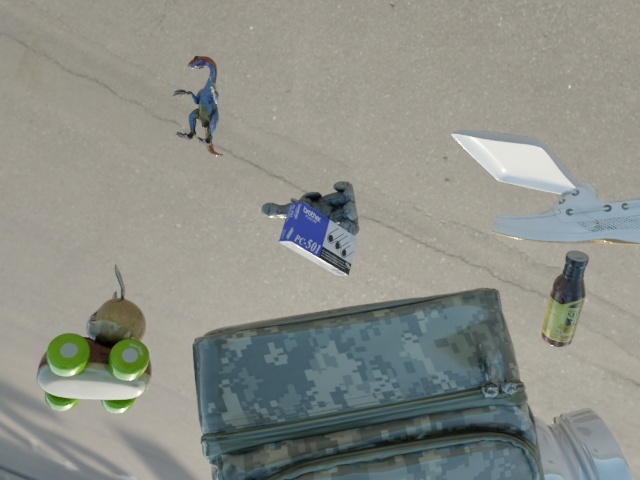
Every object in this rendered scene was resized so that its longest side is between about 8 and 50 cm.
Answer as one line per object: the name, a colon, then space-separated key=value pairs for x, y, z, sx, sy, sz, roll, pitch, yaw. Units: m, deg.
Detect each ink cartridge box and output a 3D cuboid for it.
ink cartridge box: x=0.000 y=0.000 z=1.282 sx=0.046 sy=0.097 sz=0.207 roll=-1 pitch=157 yaw=44

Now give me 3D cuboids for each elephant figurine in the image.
elephant figurine: x=-0.021 y=-0.069 z=1.498 sx=0.239 sy=0.169 sz=0.186 roll=-10 pitch=122 yaw=4

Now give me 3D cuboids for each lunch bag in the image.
lunch bag: x=0.046 y=0.195 z=0.519 sx=0.304 sy=0.256 sz=0.212 roll=-7 pitch=167 yaw=-8

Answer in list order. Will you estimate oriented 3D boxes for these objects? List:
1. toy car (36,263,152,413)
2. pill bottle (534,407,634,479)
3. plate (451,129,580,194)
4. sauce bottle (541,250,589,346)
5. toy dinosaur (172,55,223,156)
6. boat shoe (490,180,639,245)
toy car: x=-0.317 y=0.133 z=0.814 sx=0.148 sy=0.189 sz=0.155 roll=10 pitch=141 yaw=-20
pill bottle: x=0.247 y=0.330 z=0.740 sx=0.282 sy=0.160 sz=0.160 roll=-19 pitch=137 yaw=5
plate: x=0.516 y=-0.208 z=1.442 sx=0.278 sy=0.045 sz=0.277 roll=29 pitch=177 yaw=-39
sauce bottle: x=0.307 y=0.074 z=0.696 sx=0.042 sy=0.042 sz=0.128 roll=9 pitch=123 yaw=18
toy dinosaur: x=-0.121 y=-0.141 z=0.569 sx=0.047 sy=0.082 sz=0.090 roll=14 pitch=171 yaw=7
boat shoe: x=0.411 y=-0.045 z=0.874 sx=0.276 sy=0.098 sz=0.096 roll=0 pitch=97 yaw=16
